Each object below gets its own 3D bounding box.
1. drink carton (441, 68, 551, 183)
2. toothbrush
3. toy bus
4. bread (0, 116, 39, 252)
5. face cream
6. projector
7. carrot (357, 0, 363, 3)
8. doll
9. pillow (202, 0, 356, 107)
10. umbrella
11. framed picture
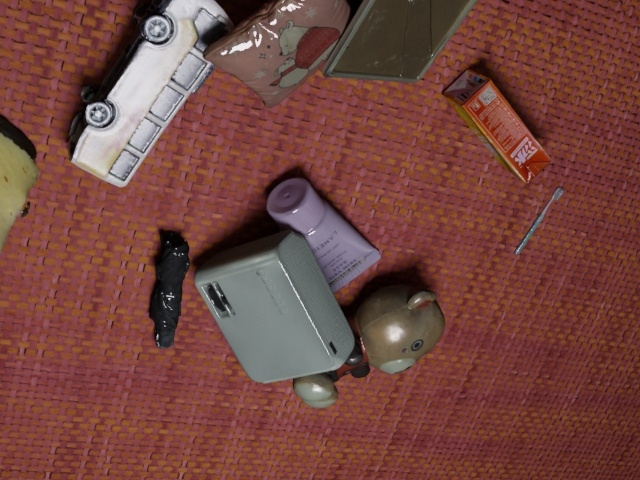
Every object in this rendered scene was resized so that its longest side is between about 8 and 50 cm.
[{"bbox_3d":[0.330,-0.211,1.446,0.071,0.096,0.223,-44,120,5],"label":"drink carton"},{"bbox_3d":[0.455,-0.038,1.620,0.011,0.014,0.167,21,107,-35],"label":"toothbrush"},{"bbox_3d":[-0.274,-0.250,1.226,0.138,0.097,0.342,32,102,-31],"label":"toy bus"},{"bbox_3d":[-0.580,-0.060,1.093,0.242,0.404,0.345,-32,133,11],"label":"bread"},{"bbox_3d":[0.000,0.000,1.455,0.154,0.096,0.274,-39,134,-1],"label":"face cream"},{"bbox_3d":[-0.081,0.122,1.396,0.198,0.108,0.250,-18,108,32],"label":"projector"},{"bbox_3d":[0.102,-0.443,1.240,0.159,0.159,0.225,-50,134,9],"label":"carrot"},{"bbox_3d":[0.085,0.199,1.533,0.330,0.174,0.235,-23,153,-4],"label":"doll"},{"bbox_3d":[-0.047,-0.320,1.233,0.236,0.084,0.223,-37,160,10],"label":"pillow"},{"bbox_3d":[-0.277,0.099,1.415,0.059,0.066,0.235,-1,118,-24],"label":"umbrella"},{"bbox_3d":[0.151,-0.366,1.249,0.213,0.016,0.289,-5,147,-34],"label":"framed picture"}]
